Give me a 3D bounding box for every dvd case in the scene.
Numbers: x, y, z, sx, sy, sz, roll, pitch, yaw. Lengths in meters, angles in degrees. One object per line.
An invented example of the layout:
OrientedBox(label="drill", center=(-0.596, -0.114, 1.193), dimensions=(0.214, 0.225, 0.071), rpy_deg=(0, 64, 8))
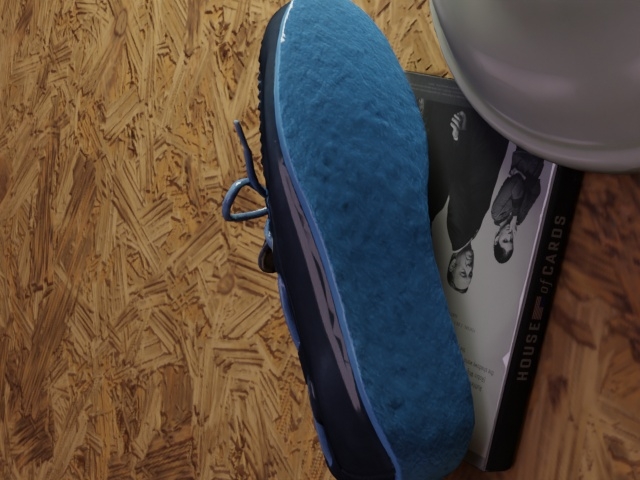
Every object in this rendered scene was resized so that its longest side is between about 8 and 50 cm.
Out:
OrientedBox(label="dvd case", center=(0.088, 0.012, 0.808), dimensions=(0.179, 0.030, 0.238), rpy_deg=(23, 103, 55))

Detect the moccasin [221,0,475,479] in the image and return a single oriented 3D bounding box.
OrientedBox(label="moccasin", center=(0.000, 0.000, 0.794), dimensions=(0.117, 0.138, 0.342), rpy_deg=(-35, 56, 52))

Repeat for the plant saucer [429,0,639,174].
OrientedBox(label="plant saucer", center=(0.169, -0.240, 0.651), dimensions=(0.400, 0.100, 0.400), rpy_deg=(-22, 62, 50))
